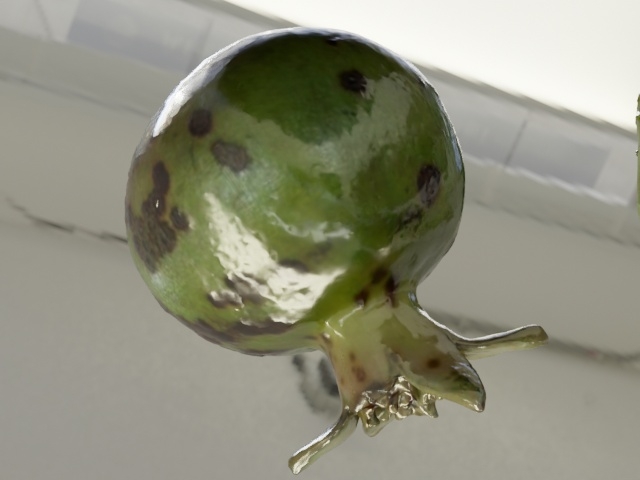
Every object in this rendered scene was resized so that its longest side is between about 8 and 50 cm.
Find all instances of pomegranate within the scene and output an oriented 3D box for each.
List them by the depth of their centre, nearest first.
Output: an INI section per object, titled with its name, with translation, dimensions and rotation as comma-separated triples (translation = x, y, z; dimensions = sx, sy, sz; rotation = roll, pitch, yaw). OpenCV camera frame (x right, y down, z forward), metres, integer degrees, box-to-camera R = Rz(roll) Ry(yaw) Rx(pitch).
[pomegranate]
translation = 0.001, -0.002, 0.610
dimensions = 0.169, 0.148, 0.148
rotation = 58, -161, -4

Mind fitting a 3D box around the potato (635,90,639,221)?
[potato]
translation = 0.340, -0.079, 1.198
dimensions = 0.149, 0.253, 0.186
rotation = -3, -142, -32
